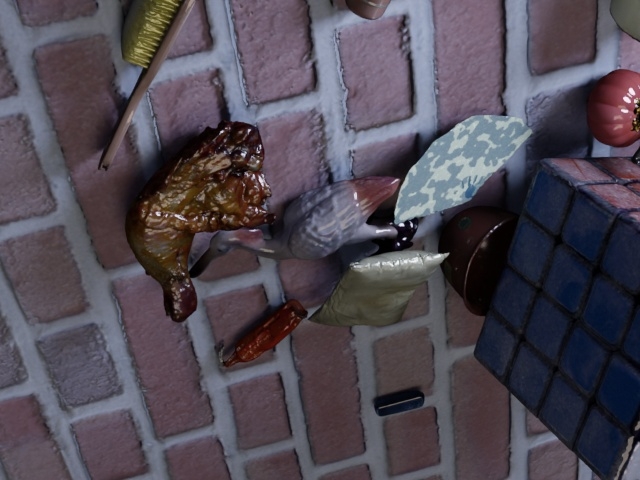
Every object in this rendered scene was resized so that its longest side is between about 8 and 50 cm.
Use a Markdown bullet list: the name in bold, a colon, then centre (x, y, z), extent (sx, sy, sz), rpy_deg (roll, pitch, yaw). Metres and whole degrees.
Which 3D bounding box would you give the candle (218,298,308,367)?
- **candle**: centre (-0.090, 0.141, 2.159), extent (0.162, 0.053, 0.048), rpy_deg (-39, 129, 23)

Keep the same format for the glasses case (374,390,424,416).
- **glasses case**: centre (0.127, 0.263, 2.388), extent (0.083, 0.023, 0.033), rpy_deg (-13, 143, -5)

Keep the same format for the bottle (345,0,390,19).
- **bottle**: centre (0.077, -0.327, 1.733), extent (0.053, 0.053, 0.140), rpy_deg (8, 130, -27)

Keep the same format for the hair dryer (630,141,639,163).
- **hair dryer**: centre (0.507, -0.170, 1.982), extent (0.248, 0.071, 0.114), rpy_deg (-44, 141, -18)

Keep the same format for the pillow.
- **pillow**: centre (0.078, 0.068, 2.067), extent (0.148, 0.050, 0.229), rpy_deg (-10, 158, -20)

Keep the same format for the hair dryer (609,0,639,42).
- **hair dryer**: centre (0.328, -0.352, 1.771), extent (0.362, 0.128, 0.203), rpy_deg (3, 134, -13)

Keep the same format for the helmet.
- **helmet**: centre (0.229, 0.017, 2.106), extent (0.155, 0.106, 0.175), rpy_deg (-43, 139, -12)

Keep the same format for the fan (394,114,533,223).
- **fan**: centre (0.191, -0.103, 1.994), extent (0.240, 0.009, 0.131), rpy_deg (-33, 135, -14)

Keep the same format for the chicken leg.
- **chicken leg**: centre (-0.163, -0.029, 1.918), extent (0.177, 0.083, 0.322), rpy_deg (27, 119, -26)

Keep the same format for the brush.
- **brush**: centre (-0.222, -0.207, 1.748), extent (0.067, 0.072, 0.313), rpy_deg (24, 129, -11)

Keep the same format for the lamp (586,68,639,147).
- **lamp**: centre (0.405, -0.178, 1.984), extent (0.107, 0.092, 0.107), rpy_deg (-24, 125, -40)

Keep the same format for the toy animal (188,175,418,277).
- **toy animal**: centre (-0.009, -0.013, 1.999), extent (0.324, 0.090, 0.195), rpy_deg (-5, 142, -17)

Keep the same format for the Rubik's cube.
- **Rubik's cube**: centre (0.470, 0.098, 2.026), extent (0.344, 0.344, 0.337), rpy_deg (-2, 120, -33)
